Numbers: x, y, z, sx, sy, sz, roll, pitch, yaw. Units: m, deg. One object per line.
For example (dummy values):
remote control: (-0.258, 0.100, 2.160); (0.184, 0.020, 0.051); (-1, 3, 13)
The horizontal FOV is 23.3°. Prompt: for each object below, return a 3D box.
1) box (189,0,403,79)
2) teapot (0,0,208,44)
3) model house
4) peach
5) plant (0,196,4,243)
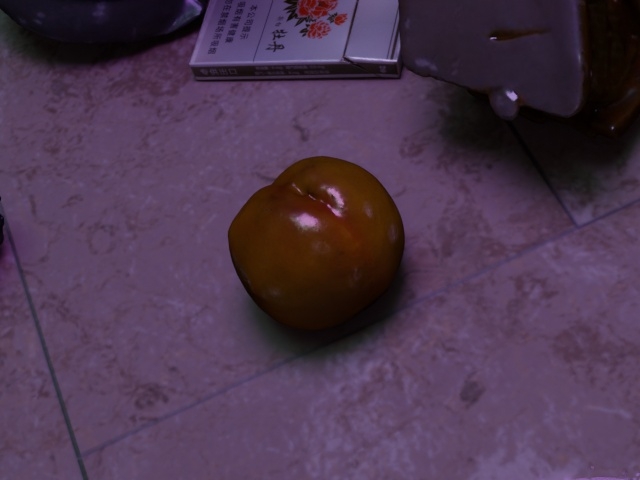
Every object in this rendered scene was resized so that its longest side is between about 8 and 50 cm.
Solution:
box: (-0.015, -0.195, 1.416); (0.198, 0.029, 0.109); (1, 54, 18)
teapot: (-0.234, -0.392, 1.405); (0.376, 0.362, 0.305); (33, 53, 22)
model house: (0.186, -0.202, 1.262); (0.199, 0.220, 0.229); (14, 14, 35)
peach: (0.000, 0.000, 1.199); (0.138, 0.138, 0.138); (-8, 52, 11)
plant: (-0.401, -0.035, 1.333); (0.256, 0.164, 0.142); (18, 63, 10)
